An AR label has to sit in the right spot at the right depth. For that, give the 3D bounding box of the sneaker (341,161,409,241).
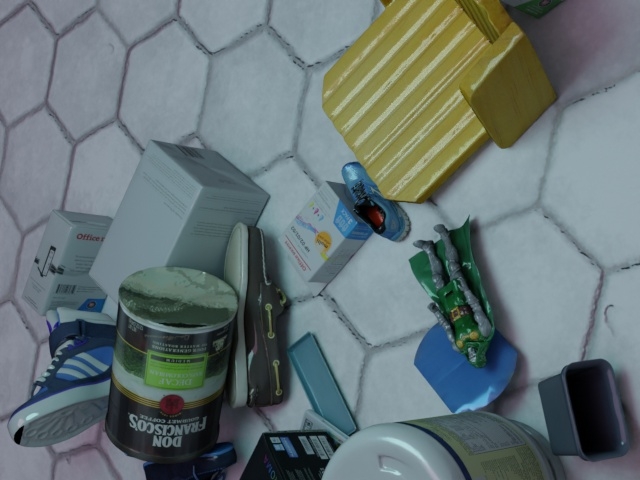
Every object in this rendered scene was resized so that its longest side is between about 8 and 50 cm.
[{"bbox_3d":[0.081,-0.070,1.731,0.063,0.073,0.162,-49,59,26],"label":"sneaker"}]

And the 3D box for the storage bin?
[{"bbox_3d":[0.365,0.240,1.478,0.091,0.098,0.135,147,115,-63],"label":"storage bin"}]

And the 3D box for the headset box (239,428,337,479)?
[{"bbox_3d":[-0.047,0.490,1.699,0.246,0.131,0.283,58,133,43],"label":"headset box"}]

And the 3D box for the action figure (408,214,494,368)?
[{"bbox_3d":[0.208,0.089,1.607,0.137,0.064,0.232,-43,53,37],"label":"action figure"}]

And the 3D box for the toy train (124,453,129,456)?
[{"bbox_3d":[-0.317,0.325,2.004,0.184,0.080,0.105,-48,53,7],"label":"toy train"}]

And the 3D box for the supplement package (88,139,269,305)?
[{"bbox_3d":[-0.263,-0.009,1.939,0.175,0.178,0.293,40,110,34],"label":"supplement package"}]

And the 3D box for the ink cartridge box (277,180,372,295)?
[{"bbox_3d":[0.000,0.000,1.799,0.181,0.062,0.104,-51,58,25],"label":"ink cartridge box"}]

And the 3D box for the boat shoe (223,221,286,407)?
[{"bbox_3d":[-0.113,0.131,1.861,0.116,0.097,0.324,160,111,-70],"label":"boat shoe"}]

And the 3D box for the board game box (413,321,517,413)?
[{"bbox_3d":[0.227,0.187,1.614,0.133,0.033,0.168,-42,48,4],"label":"board game box"}]

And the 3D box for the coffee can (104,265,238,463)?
[{"bbox_3d":[-0.257,0.211,1.810,0.201,0.202,0.275,31,123,36],"label":"coffee can"}]

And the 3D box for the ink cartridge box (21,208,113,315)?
[{"bbox_3d":[-0.495,0.048,2.142,0.086,0.148,0.203,33,106,38],"label":"ink cartridge box"}]

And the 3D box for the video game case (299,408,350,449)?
[{"bbox_3d":[0.009,0.386,1.779,0.143,0.019,0.157,30,114,36],"label":"video game case"}]

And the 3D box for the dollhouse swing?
[{"bbox_3d":[0.119,-0.272,1.593,0.305,0.315,0.346,-37,64,10],"label":"dollhouse swing"}]

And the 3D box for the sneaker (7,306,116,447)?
[{"bbox_3d":[-0.499,0.243,2.024,0.236,0.323,0.130,46,133,24],"label":"sneaker"}]

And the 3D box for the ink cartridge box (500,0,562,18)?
[{"bbox_3d":[0.341,-0.424,1.494,0.212,0.154,0.093,-32,66,34],"label":"ink cartridge box"}]

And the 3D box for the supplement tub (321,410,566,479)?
[{"bbox_3d":[0.179,0.358,1.459,0.235,0.325,0.235,-3,85,39],"label":"supplement tub"}]

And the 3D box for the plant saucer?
[{"bbox_3d":[0.003,0.253,1.808,0.067,0.018,0.192,-40,64,30],"label":"plant saucer"}]

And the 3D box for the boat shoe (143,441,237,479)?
[{"bbox_3d":[-0.228,0.428,1.946,0.258,0.109,0.089,-25,78,52],"label":"boat shoe"}]
